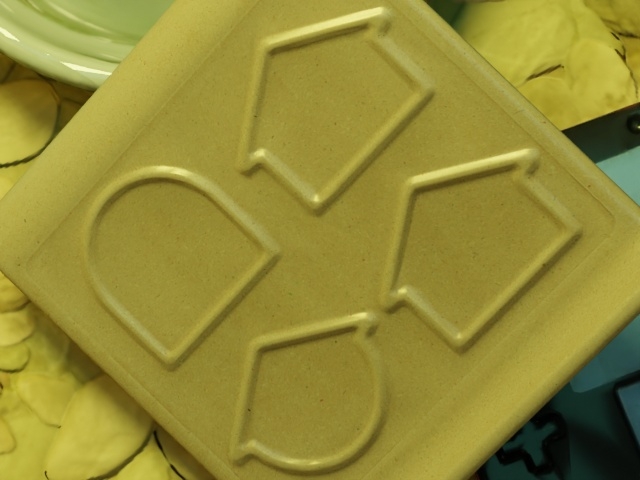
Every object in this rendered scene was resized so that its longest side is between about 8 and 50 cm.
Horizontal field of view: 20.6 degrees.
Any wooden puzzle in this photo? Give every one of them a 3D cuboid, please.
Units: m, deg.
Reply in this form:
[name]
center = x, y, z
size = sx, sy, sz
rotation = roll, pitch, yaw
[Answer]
[wooden puzzle]
center = 0.000, 0.000, 1.139
size = 0.348, 0.080, 0.322
rotation = 45, 105, 5

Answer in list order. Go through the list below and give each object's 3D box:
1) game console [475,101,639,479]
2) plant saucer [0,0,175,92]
[game console]
center = 0.272, 0.065, 1.198
size = 0.386, 0.060, 0.342
rotation = -20, 75, -7
[plant saucer]
center = -0.107, -0.276, 1.263
size = 0.400, 0.100, 0.400
rotation = 0, 74, -1
